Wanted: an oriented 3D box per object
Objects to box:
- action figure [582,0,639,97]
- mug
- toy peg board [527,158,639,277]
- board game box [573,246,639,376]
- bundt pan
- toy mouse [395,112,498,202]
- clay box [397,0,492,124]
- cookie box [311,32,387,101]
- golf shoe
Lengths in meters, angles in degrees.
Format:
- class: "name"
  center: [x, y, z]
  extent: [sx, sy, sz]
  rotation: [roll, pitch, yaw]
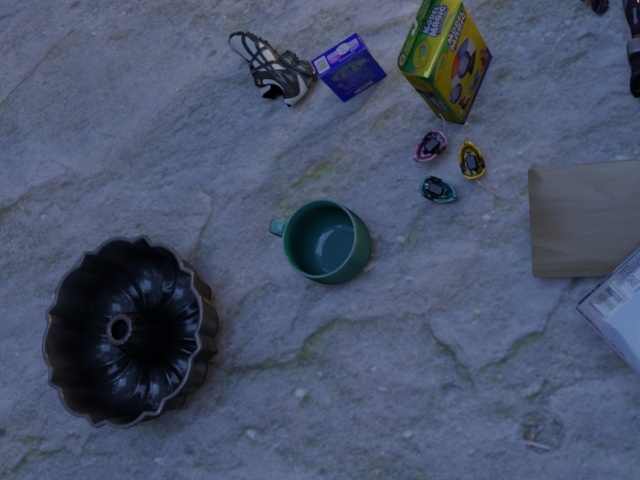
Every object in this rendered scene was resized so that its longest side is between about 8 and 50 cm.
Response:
- class: "action figure"
  center: [0.483, -0.368, 1.266]
  extent: [0.185, 0.099, 0.285]
  rotation: [-14, 67, 28]
- class: "mug"
  center: [0.009, -0.003, 1.383]
  extent: [0.129, 0.097, 0.158]
  rotation: [-41, 63, 10]
- class: "toy peg board"
  center: [0.393, -0.030, 1.237]
  extent: [0.161, 0.079, 0.161]
  rotation: [-3, 91, 25]
- class: "board game box"
  center: [0.537, 0.093, 1.028]
  extent: [0.318, 0.066, 0.318]
  rotation: [-44, 63, 11]
- class: "bundt pan"
  center: [-0.312, 0.162, 1.473]
  extent: [0.330, 0.124, 0.331]
  rotation: [-7, 74, 24]
- class: "toy mouse"
  center: [0.188, -0.116, 1.357]
  extent: [0.143, 0.031, 0.161]
  rotation: [-22, 83, 15]
- class: "clay box"
  center: [0.193, -0.277, 1.299]
  extent: [0.053, 0.222, 0.128]
  rotation: [21, 87, 28]
- class: "cookie box"
  center: [0.049, -0.290, 1.433]
  extent: [0.091, 0.107, 0.040]
  rotation: [-30, 65, 14]
- class: "golf shoe"
  center: [-0.103, -0.309, 1.526]
  extent: [0.198, 0.077, 0.094]
  rotation: [31, 91, 29]
